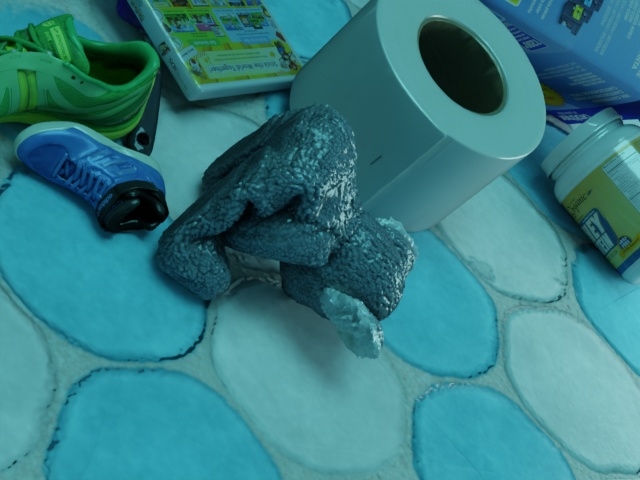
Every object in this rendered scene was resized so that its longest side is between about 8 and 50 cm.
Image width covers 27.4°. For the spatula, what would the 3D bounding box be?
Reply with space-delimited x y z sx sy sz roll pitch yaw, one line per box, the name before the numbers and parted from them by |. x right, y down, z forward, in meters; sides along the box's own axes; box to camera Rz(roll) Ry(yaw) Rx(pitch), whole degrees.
spatula | -0.183 -0.195 1.395 0.084 0.030 0.296 26 39 -27

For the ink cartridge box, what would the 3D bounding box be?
ink cartridge box | 0.322 -0.279 1.740 0.395 0.270 0.151 25 84 -19

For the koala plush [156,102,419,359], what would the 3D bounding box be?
koala plush | 0.000 0.000 1.255 0.221 0.203 0.196 47 35 -14

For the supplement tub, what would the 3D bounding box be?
supplement tub | 0.395 -0.059 1.699 0.200 0.144 0.144 52 37 13

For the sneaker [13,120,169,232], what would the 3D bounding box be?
sneaker | -0.206 -0.053 1.206 0.152 0.058 0.085 21 32 -37

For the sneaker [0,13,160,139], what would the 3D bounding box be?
sneaker | -0.276 -0.161 1.195 0.295 0.123 0.109 -5 57 -45

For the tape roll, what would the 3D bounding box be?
tape roll | 0.109 -0.154 1.485 0.246 0.169 0.246 22 50 -28

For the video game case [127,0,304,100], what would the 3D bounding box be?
video game case | -0.127 -0.254 1.470 0.206 0.026 0.227 59 31 8
